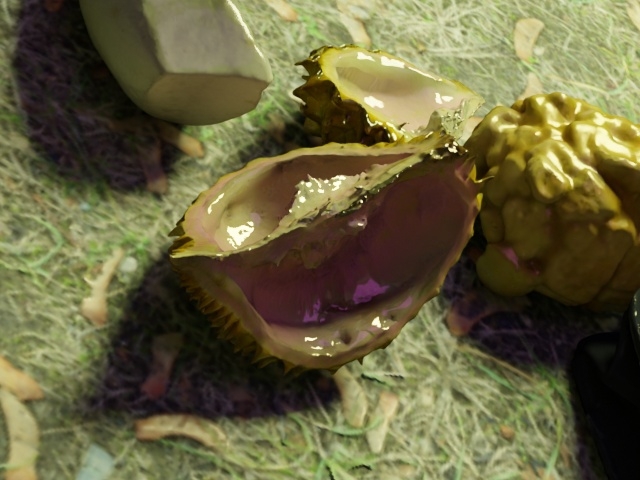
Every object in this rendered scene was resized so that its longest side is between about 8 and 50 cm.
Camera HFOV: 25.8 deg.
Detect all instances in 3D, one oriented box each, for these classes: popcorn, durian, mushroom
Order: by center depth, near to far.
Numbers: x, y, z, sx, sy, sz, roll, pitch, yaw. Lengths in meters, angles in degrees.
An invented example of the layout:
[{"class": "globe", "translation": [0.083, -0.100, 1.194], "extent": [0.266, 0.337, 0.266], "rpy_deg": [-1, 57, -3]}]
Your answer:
[{"class": "durian", "translation": [0.000, 0.002, 0.868], "extent": [0.165, 0.132, 0.182], "rpy_deg": [34, 64, -2]}, {"class": "mushroom", "translation": [-0.116, -0.192, 0.981], "extent": [0.118, 0.103, 0.270], "rpy_deg": [6, 48, -28]}, {"class": "popcorn", "translation": [0.192, -0.028, 1.017], "extent": [0.194, 0.140, 0.163], "rpy_deg": [33, 40, -3]}, {"class": "durian", "translation": [0.055, -0.084, 1.024], "extent": [0.140, 0.078, 0.224], "rpy_deg": [32, 24, 20]}]

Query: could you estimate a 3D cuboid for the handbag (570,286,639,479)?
[{"class": "handbag", "translation": [0.355, 0.166, 0.982], "extent": [0.325, 0.118, 0.269], "rpy_deg": [4, 54, -27]}]
